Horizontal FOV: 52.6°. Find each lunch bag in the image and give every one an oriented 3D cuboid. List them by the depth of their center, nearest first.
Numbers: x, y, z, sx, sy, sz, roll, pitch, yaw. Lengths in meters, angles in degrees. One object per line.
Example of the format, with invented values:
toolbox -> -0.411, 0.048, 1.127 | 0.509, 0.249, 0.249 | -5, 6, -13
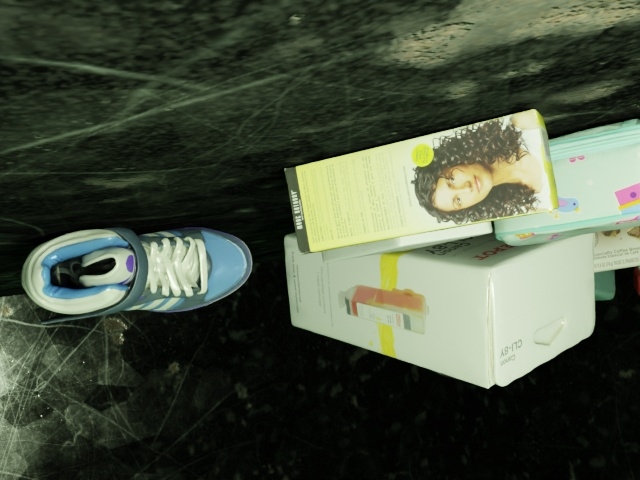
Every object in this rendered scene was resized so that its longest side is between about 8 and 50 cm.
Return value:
lunch bag -> 0.330, -0.065, 0.741 | 0.224, 0.107, 0.279 | -13, 175, 34

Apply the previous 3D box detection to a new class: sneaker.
sneaker -> -0.238, 0.045, 0.899 | 0.323, 0.130, 0.236 | -2, 179, -16

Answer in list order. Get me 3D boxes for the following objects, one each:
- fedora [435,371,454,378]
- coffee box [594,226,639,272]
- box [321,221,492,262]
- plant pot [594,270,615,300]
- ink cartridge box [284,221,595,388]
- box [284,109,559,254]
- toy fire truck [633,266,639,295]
fedora -> 0.360, 0.154, 1.410 | 0.334, 0.152, 0.334 | -17, -158, 7
coffee box -> 0.518, -0.049, 1.010 | 0.297, 0.168, 0.119 | -8, 176, 2
box -> 0.088, -0.034, 0.754 | 0.130, 0.091, 0.170 | -8, 177, -29
plant pot -> 0.514, 0.012, 1.545 | 0.252, 0.247, 0.248 | 11, 167, -32
ink cartridge box -> 0.174, 0.059, 0.984 | 0.279, 0.160, 0.385 | -15, -163, -40
box -> 0.085, -0.047, 0.583 | 0.232, 0.087, 0.058 | -12, 178, 26
toy fire truck -> 0.657, 0.077, 0.975 | 0.302, 0.169, 0.254 | -9, -160, 16
